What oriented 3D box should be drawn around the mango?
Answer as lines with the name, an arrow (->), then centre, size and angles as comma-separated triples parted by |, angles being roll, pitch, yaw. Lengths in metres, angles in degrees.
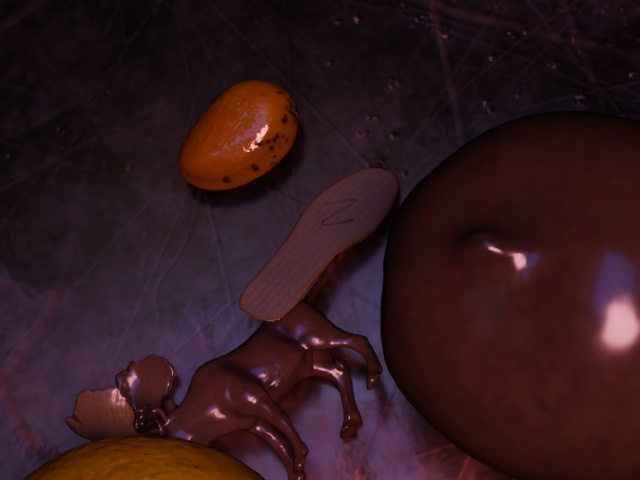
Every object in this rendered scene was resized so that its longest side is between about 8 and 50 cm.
mango -> -0.070, -0.087, 1.545 | 0.114, 0.057, 0.079 | -35, 78, -3

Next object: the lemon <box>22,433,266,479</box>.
lemon -> -0.112, 0.253, 1.339 | 0.219, 0.240, 0.240 | -23, 70, -12

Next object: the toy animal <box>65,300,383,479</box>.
toy animal -> -0.075, 0.126, 1.460 | 0.186, 0.094, 0.214 | 38, 67, 17

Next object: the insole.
insole -> 0.000, 0.000, 1.502 | 0.064, 0.004, 0.188 | 26, 57, 26

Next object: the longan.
longan -> 0.187, 0.043, 1.359 | 0.297, 0.297, 0.297 | -2, 71, 6
